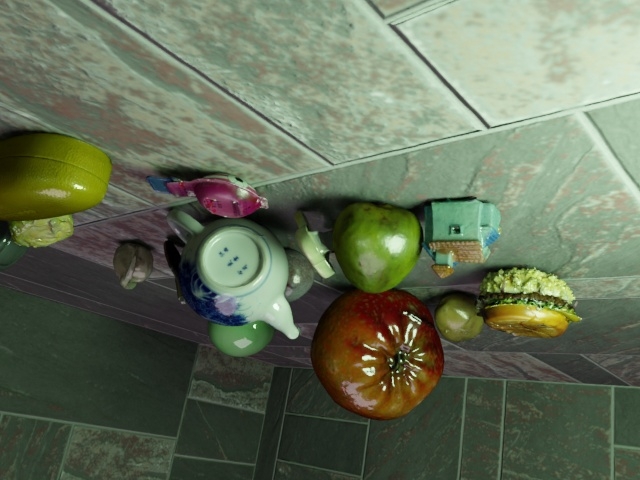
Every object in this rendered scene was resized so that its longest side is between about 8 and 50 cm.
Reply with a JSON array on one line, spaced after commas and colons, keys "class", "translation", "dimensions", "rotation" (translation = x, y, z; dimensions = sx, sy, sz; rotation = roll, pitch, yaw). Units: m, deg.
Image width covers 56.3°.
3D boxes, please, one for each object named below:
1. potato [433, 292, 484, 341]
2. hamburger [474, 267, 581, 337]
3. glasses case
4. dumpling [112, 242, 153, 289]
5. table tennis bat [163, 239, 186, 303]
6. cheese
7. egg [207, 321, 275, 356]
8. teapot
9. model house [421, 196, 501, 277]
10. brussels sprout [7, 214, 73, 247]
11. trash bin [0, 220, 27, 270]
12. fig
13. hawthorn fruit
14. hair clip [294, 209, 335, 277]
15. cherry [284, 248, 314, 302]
[{"class": "potato", "translation": [0.400, 0.226, 1.728], "dimensions": [0.137, 0.137, 0.176], "rotation": [-2, 156, 31]}, {"class": "hamburger", "translation": [0.492, 0.148, 1.434], "dimensions": [0.244, 0.138, 0.261], "rotation": [10, 161, 6]}, {"class": "glasses case", "translation": [-0.595, -0.115, 1.214], "dimensions": [0.372, 0.141, 0.173], "rotation": [-5, 156, 35]}, {"class": "dumpling", "translation": [-0.556, 0.078, 1.773], "dimensions": [0.119, 0.136, 0.199], "rotation": [7, 173, -13]}, {"class": "table tennis bat", "translation": [-0.388, 0.086, 1.624], "dimensions": [0.019, 0.220, 0.130], "rotation": [-24, 134, 0]}, {"class": "cheese", "translation": [-0.225, -0.097, 1.203], "dimensions": [0.245, 0.062, 0.155], "rotation": [10, 160, 4]}, {"class": "egg", "translation": [-0.284, 0.310, 2.169], "dimensions": [0.270, 0.220, 0.220], "rotation": [-18, 148, 35]}, {"class": "teapot", "translation": [-0.205, 0.079, 1.408], "dimensions": [0.424, 0.252, 0.280], "rotation": [42, 162, 6]}, {"class": "model house", "translation": [0.261, 0.009, 1.133], "dimensions": [0.149, 0.148, 0.119], "rotation": [2, 161, 28]}, {"class": "brussels sprout", "translation": [-0.680, -0.063, 1.447], "dimensions": [0.152, 0.122, 0.149], "rotation": [-30, 159, 21]}, {"class": "trash bin", "translation": [-0.892, -0.022, 1.582], "dimensions": [0.237, 0.176, 0.101], "rotation": [9, 162, 13]}, {"class": "fig", "translation": [0.110, 0.013, 1.197], "dimensions": [0.181, 0.190, 0.181], "rotation": [3, -164, -1]}, {"class": "hawthorn fruit", "translation": [0.146, 0.313, 1.777], "dimensions": [0.404, 0.402, 0.402], "rotation": [9, 161, 3]}, {"class": "hair clip", "translation": [-0.003, -0.002, 1.263], "dimensions": [0.071, 0.159, 0.218], "rotation": [-36, 173, 15]}, {"class": "cherry", "translation": [-0.094, 0.092, 1.563], "dimensions": [0.176, 0.139, 0.176], "rotation": [-18, 177, -1]}]
